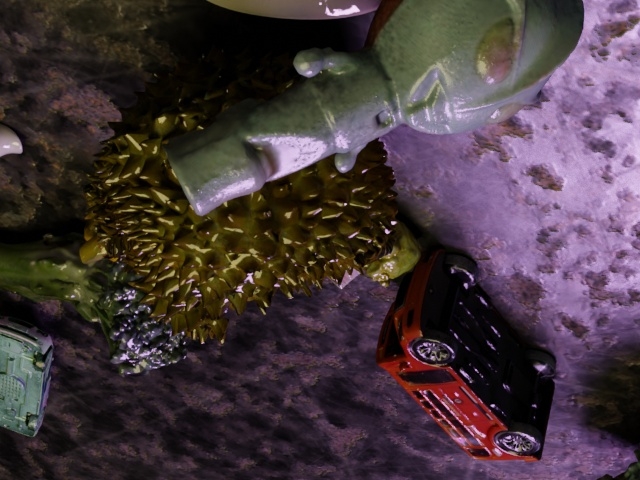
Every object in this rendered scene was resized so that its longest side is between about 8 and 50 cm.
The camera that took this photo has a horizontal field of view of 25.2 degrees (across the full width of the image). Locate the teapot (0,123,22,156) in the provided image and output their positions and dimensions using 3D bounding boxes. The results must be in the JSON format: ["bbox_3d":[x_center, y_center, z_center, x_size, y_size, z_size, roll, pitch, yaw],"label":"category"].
[{"bbox_3d":[-0.421,-0.102,1.445,0.226,0.092,0.145,22,145,2],"label":"teapot"}]

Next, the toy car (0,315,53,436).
[{"bbox_3d":[-0.383,0.164,1.808,0.090,0.076,0.224,21,138,1],"label":"toy car"}]

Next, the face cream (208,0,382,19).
[{"bbox_3d":[-0.030,-0.298,0.970,0.174,0.081,0.348,6,145,7],"label":"face cream"}]

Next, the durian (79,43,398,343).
[{"bbox_3d":[-0.072,-0.045,1.217,0.258,0.258,0.293,36,156,-23],"label":"durian"}]

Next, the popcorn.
[{"bbox_3d":[0.061,0.013,1.386,0.068,0.059,0.083,19,155,2],"label":"popcorn"}]

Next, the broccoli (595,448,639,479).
[{"bbox_3d":[0.400,0.309,1.445,0.277,0.338,0.317,43,173,16],"label":"broccoli"}]

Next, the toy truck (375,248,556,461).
[{"bbox_3d":[0.141,0.123,1.454,0.114,0.107,0.252,-12,135,37],"label":"toy truck"}]

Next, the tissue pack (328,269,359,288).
[{"bbox_3d":[0.000,0.000,1.396,0.083,0.035,0.063,55,175,-40],"label":"tissue pack"}]

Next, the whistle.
[{"bbox_3d":[0.051,-0.121,1.049,0.346,0.133,0.142,-26,167,-4],"label":"whistle"}]

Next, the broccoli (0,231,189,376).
[{"bbox_3d":[-0.266,0.046,1.551,0.304,0.145,0.165,12,143,33],"label":"broccoli"}]
